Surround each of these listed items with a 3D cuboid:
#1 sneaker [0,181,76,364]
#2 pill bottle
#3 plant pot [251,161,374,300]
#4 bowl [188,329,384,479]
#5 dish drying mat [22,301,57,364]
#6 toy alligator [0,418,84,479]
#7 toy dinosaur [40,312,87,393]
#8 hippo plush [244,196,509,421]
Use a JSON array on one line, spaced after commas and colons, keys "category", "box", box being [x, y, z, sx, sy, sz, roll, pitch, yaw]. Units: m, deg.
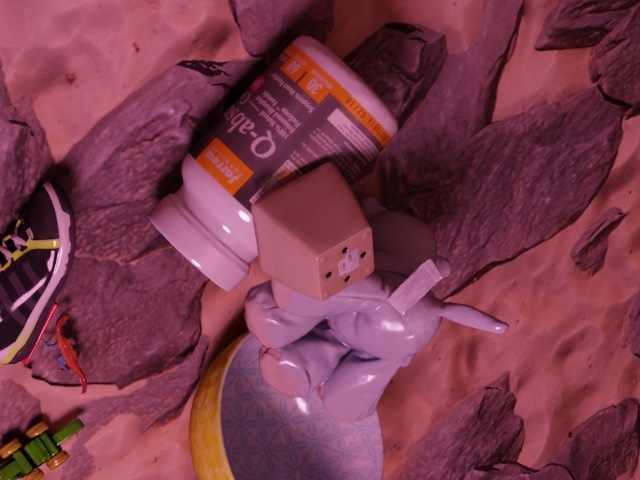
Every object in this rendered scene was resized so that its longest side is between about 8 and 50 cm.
[{"category": "sneaker", "box": [-0.345, 0.043, 1.617, 0.097, 0.084, 0.234, 9, 113, -35]}, {"category": "pill bottle", "box": [-0.056, -0.085, 1.672, 0.278, 0.162, 0.162, -47, 132, 0]}, {"category": "plant pot", "box": [0.000, 0.000, 1.589, 0.109, 0.096, 0.109, -29, 140, -21]}, {"category": "bowl", "box": [-0.072, 0.258, 1.858, 0.289, 0.289, 0.156, 22, 147, -40]}, {"category": "dish drying mat", "box": [-0.333, 0.101, 1.697, 0.008, 0.032, 0.083, 9, 114, -57]}, {"category": "toy alligator", "box": [-0.368, 0.275, 1.762, 0.190, 0.056, 0.051, -35, 175, -25]}, {"category": "toy dinosaur", "box": [-0.294, 0.123, 1.715, 0.047, 0.090, 0.082, -42, 166, -24]}, {"category": "hippo plush", "box": [0.047, 0.042, 1.775, 0.234, 0.236, 0.294, 38, 124, -19]}]
